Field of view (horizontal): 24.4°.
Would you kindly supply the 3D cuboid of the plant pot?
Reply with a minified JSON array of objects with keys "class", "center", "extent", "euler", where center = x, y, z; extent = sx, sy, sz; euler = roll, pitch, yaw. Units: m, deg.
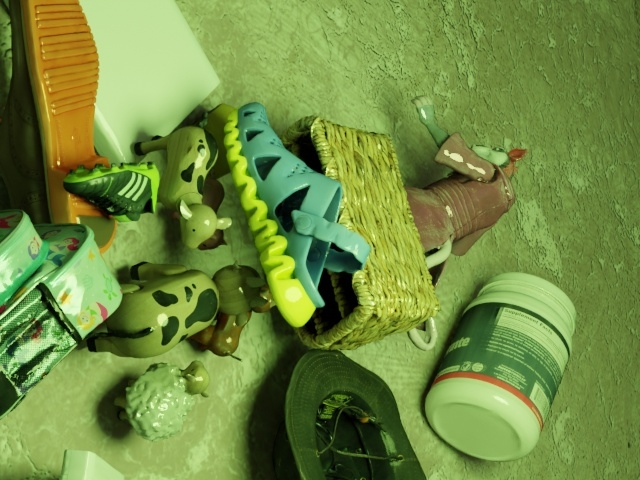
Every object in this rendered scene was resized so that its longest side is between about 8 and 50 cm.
[{"class":"plant pot","center":[-0.139,-0.141,2.068],"extent":[0.083,0.081,0.081],"euler":[54,46,-11]}]

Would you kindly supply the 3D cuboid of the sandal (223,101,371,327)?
[{"class":"sandal","center":[-0.032,-0.046,1.919],"extent":[0.126,0.138,0.317],"euler":[64,4,-67]}]

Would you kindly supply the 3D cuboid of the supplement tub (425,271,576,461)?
[{"class":"supplement tub","center":[0.300,0.206,2.424],"extent":[0.191,0.191,0.272],"euler":[52,48,-29]}]

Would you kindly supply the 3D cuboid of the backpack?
[{"class":"backpack","center":[-0.359,0.071,1.658],"extent":[0.253,0.225,0.191],"euler":[-39,116,-40]}]

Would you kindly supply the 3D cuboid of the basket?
[{"class":"basket","center":[0.000,0.000,2.075],"extent":[0.223,0.213,0.299],"euler":[5,66,-59]}]

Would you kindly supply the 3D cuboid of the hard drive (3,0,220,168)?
[{"class":"hard drive","center":[-0.287,-0.295,1.947],"extent":[0.233,0.047,0.353],"euler":[-51,120,-41]}]

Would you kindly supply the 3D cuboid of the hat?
[{"class":"hat","center":[0.015,0.325,2.117],"extent":[0.331,0.134,0.331],"euler":[38,37,-37]}]

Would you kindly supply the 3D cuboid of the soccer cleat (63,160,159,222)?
[{"class":"soccer cleat","center":[-0.241,-0.056,1.751],"extent":[0.179,0.060,0.072],"euler":[-9,97,-66]}]

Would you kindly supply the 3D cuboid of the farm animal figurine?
[{"class":"farm animal figurine","center":[-0.166,0.046,1.890],"extent":[0.327,0.172,0.330],"euler":[-47,127,-42]}]

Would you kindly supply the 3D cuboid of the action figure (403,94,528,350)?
[{"class":"action figure","center":[0.188,-0.048,2.270],"extent":[0.370,0.276,0.248],"euler":[-31,127,-20]}]

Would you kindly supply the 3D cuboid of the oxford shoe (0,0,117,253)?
[{"class":"oxford shoe","center":[-0.344,-0.156,1.774],"extent":[0.130,0.133,0.363],"euler":[-15,100,-63]}]

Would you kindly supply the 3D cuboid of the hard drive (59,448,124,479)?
[{"class":"hard drive","center":[-0.285,0.415,1.741],"extent":[0.203,0.040,0.307],"euler":[77,18,-72]}]
